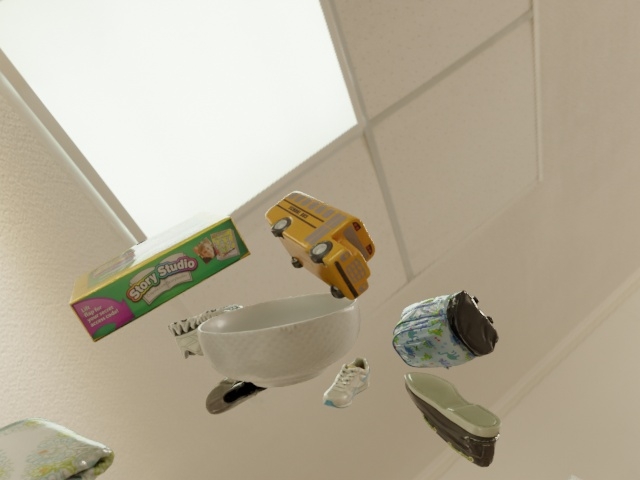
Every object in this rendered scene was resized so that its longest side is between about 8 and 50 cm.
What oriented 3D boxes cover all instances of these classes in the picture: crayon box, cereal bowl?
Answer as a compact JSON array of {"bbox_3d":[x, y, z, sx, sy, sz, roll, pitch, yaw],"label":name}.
[{"bbox_3d":[-0.376,0.063,1.232,0.363,0.313,0.106,-31,-73,-17],"label":"crayon box"},{"bbox_3d":[-0.077,0.213,1.116,0.339,0.339,0.141,-12,-87,-33],"label":"cereal bowl"}]

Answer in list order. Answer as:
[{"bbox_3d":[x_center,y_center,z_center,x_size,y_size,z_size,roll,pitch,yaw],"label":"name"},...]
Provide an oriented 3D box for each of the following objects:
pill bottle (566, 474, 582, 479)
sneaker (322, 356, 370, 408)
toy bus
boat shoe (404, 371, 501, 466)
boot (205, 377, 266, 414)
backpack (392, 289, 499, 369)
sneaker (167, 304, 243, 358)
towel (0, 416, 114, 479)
[{"bbox_3d":[0.524,0.688,1.169,0.176,0.176,0.318,34,-91,-46],"label":"pill bottle"},{"bbox_3d":[0.075,0.425,1.597,0.228,0.087,0.092,-22,-65,-58],"label":"sneaker"},{"bbox_3d":[0.000,0.000,1.098,0.130,0.332,0.108,-38,-60,-14],"label":"toy bus"},{"bbox_3d":[0.201,0.281,0.867,0.081,0.228,0.069,0,-81,-19],"label":"boat shoe"},{"bbox_3d":[-0.226,0.398,1.410,0.246,0.083,0.161,-30,-8,9],"label":"boot"},{"bbox_3d":[0.447,0.355,2.062,0.290,0.355,0.273,51,-119,-23],"label":"backpack"},{"bbox_3d":[-0.310,0.258,1.509,0.110,0.292,0.118,-7,-103,-52],"label":"sneaker"},{"bbox_3d":[-0.694,0.516,1.144,0.374,0.320,0.090,-19,-71,-51],"label":"towel"}]
